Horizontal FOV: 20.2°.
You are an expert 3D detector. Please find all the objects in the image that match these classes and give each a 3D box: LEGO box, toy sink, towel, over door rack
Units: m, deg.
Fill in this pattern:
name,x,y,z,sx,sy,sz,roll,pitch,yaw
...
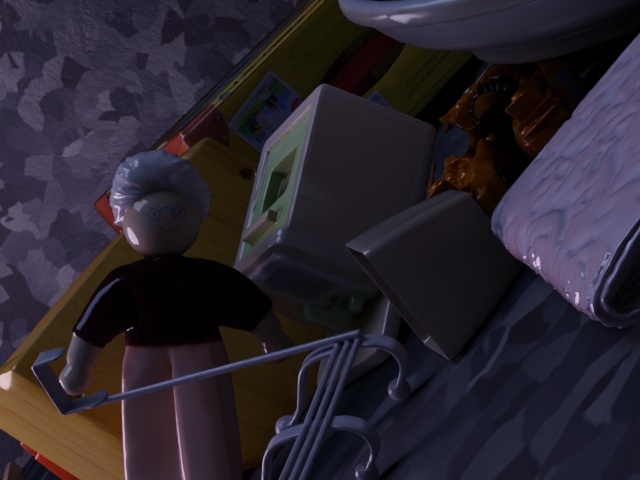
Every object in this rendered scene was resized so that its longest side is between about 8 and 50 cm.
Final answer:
name,x,y,z,sx,sy,sz,roll,pitch,yaw
LEGO box,-0.020,-0.178,2.351,0.500,0.193,0.372,-47,8,-25
toy sink,0.000,0.000,1.662,0.153,0.131,0.234,140,146,-61
towel,0.250,-0.094,1.204,0.317,0.053,0.332,-50,8,3
over door rack,-0.105,0.179,1.389,0.324,0.108,0.239,-5,29,19

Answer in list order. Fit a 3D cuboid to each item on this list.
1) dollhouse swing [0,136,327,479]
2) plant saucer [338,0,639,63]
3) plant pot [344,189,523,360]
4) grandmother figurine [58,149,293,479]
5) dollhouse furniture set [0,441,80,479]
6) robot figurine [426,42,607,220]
name,x,y,z,sx,sy,sz,roll,pitch,yaw
dollhouse swing,-0.166,0.129,1.836,0.347,0.315,0.305,-54,-6,-37
plant saucer,0.217,-0.241,1.562,0.400,0.100,0.400,-20,19,7
plant pot,0.096,0.018,1.422,0.096,0.109,0.109,-39,7,-3
grandmother figurine,-0.123,0.090,1.572,0.208,0.342,0.104,-5,-6,-29
dollhouse furniture set,-0.360,0.314,2.108,0.259,0.262,0.135,-48,11,17
robot figurine,0.167,-0.099,1.585,0.211,0.085,0.291,-48,8,17
